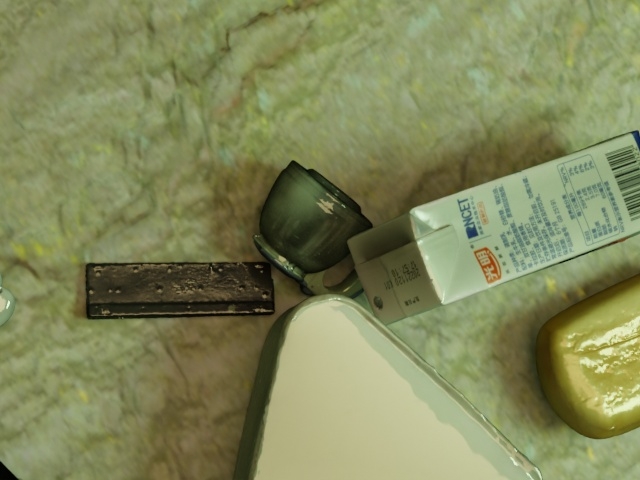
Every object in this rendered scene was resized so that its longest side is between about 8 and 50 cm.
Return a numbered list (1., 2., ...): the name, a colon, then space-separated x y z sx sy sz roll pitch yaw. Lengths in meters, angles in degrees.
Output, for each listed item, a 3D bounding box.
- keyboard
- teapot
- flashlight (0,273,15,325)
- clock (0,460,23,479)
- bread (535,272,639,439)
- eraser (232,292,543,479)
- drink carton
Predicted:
1. keyboard: -0.145 0.052 1.920 0.196 0.018 0.060 0 75 -11
2. teapot: -0.007 -0.007 1.924 0.108 0.149 0.111 -50 54 4
3. flashlight: -0.369 0.118 1.855 0.093 0.047 0.200 16 83 -7
4. clock: -0.418 0.318 1.751 0.309 0.166 0.235 -44 94 -4
5. bread: 0.330 0.116 1.957 0.217 0.098 0.147 -21 86 -15
6. eraser: 0.069 0.243 1.870 0.331 0.150 0.331 1 81 -8
7. drink carton: 0.194 -0.011 1.889 0.315 0.130 0.106 -19 86 -31
